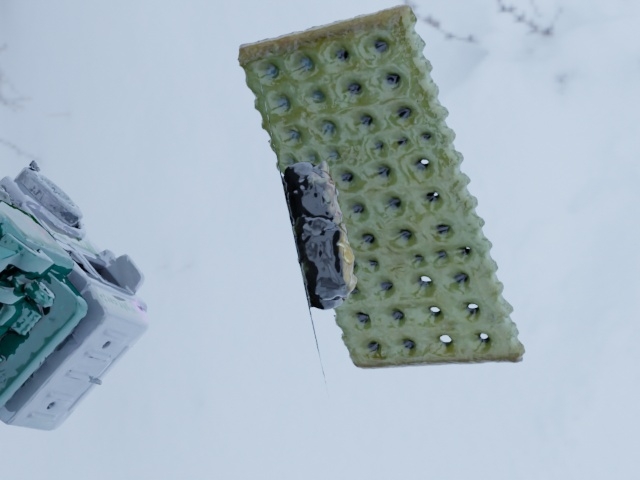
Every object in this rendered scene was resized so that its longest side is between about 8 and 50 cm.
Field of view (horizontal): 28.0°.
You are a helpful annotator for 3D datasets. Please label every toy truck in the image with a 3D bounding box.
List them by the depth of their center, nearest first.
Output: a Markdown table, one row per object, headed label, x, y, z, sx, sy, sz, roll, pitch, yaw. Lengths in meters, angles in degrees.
| label | x | y | z | sx | sy | sz | roll | pitch | yaw |
| --- | --- | --- | --- | --- | --- | --- | --- | --- | --- |
| toy truck | -0.248 | 0.024 | 0.817 | 0.176 | 0.363 | 0.178 | -46 | 71 | 3 |

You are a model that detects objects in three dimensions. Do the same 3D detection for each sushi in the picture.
| label | x | y | z | sx | sy | sz | roll | pitch | yaw |
| --- | --- | --- | --- | --- | --- | --- | --- | --- | --- |
| sushi | 0.000 | 0.000 | 0.625 | 0.126 | 0.026 | 0.120 | 80 | 177 | -63 |

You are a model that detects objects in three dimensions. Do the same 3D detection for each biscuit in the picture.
| label | x | y | z | sx | sy | sz | roll | pitch | yaw |
| --- | --- | --- | --- | --- | --- | --- | --- | --- | --- |
| biscuit | 0.035 | -0.023 | 0.798 | 0.139 | 0.016 | 0.231 | -7 | 110 | 37 |
